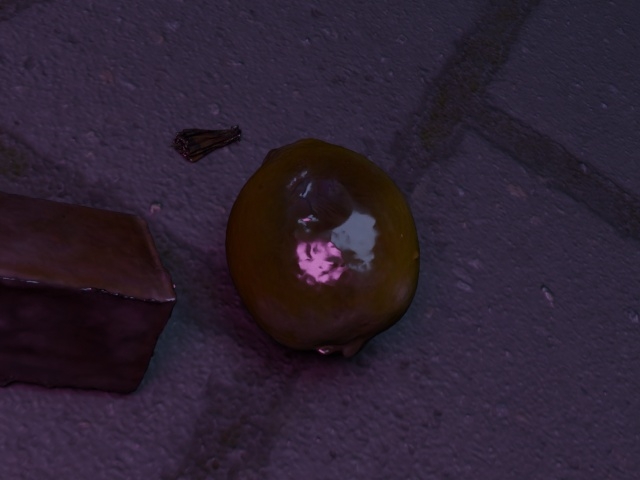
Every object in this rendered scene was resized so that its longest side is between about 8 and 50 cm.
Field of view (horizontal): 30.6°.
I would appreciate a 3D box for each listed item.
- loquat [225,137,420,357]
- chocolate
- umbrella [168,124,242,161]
[{"bbox_3d":[0.000,0.000,0.927,0.152,0.152,0.195,2,62,-32],"label":"loquat"},{"bbox_3d":[-0.264,0.017,0.773,0.321,0.112,0.112,9,38,-25],"label":"chocolate"},{"bbox_3d":[-0.102,-0.090,1.049,0.083,0.020,0.031,-15,60,-47],"label":"umbrella"}]
